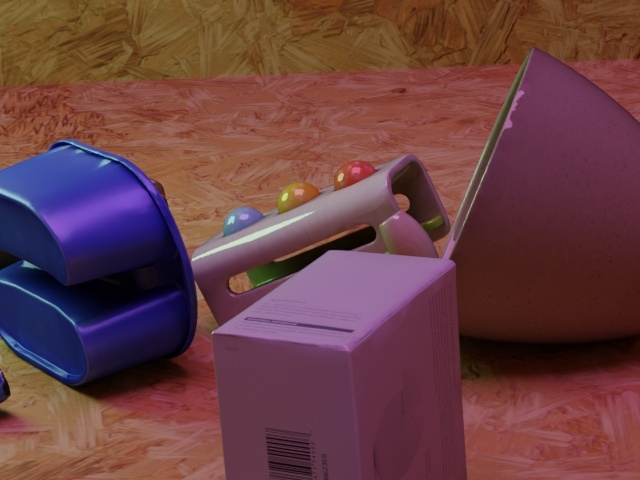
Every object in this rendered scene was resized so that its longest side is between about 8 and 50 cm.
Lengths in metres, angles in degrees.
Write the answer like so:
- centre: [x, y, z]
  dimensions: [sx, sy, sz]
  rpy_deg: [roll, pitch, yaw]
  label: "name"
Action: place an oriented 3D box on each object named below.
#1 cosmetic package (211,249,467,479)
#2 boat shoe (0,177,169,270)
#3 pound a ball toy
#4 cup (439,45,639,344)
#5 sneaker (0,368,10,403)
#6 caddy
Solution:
- centre: [0.023, 0.150, 1.596]
  dimensions: [0.138, 0.224, 0.225]
  rpy_deg: [5, 20, 28]
  label: "cosmetic package"
- centre: [-0.352, 0.004, 2.355]
  dimensions: [0.324, 0.122, 0.120]
  rpy_deg: [-14, 23, -2]
  label: "boat shoe"
- centre: [0.000, 0.000, 2.055]
  dimensions: [0.319, 0.135, 0.208]
  rpy_deg: [-22, 9, 28]
  label: "pound a ball toy"
- centre: [0.276, -0.017, 1.997]
  dimensions: [0.237, 0.331, 0.331]
  rpy_deg: [22, 20, 1]
  label: "cup"
- centre: [-0.407, 0.171, 1.937]
  dimensions: [0.162, 0.063, 0.073]
  rpy_deg: [-8, 30, 14]
  label: "sneaker"
- centre: [-0.262, 0.019, 2.062]
  dimensions: [0.179, 0.241, 0.341]
  rpy_deg: [-21, 24, -30]
  label: "caddy"
